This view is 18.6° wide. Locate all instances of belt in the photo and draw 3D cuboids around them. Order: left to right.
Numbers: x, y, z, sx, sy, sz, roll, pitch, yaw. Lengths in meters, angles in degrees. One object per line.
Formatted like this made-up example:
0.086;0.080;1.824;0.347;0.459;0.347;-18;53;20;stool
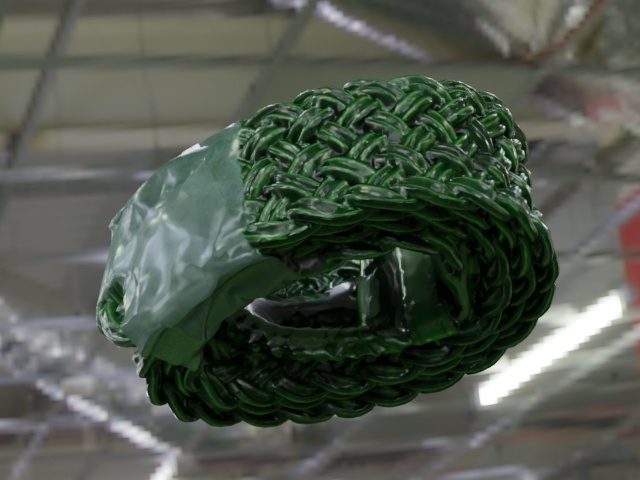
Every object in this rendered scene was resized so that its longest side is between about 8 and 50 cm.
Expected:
0.000;0.000;0.650;0.151;0.079;0.121;-20;-36;5;belt
